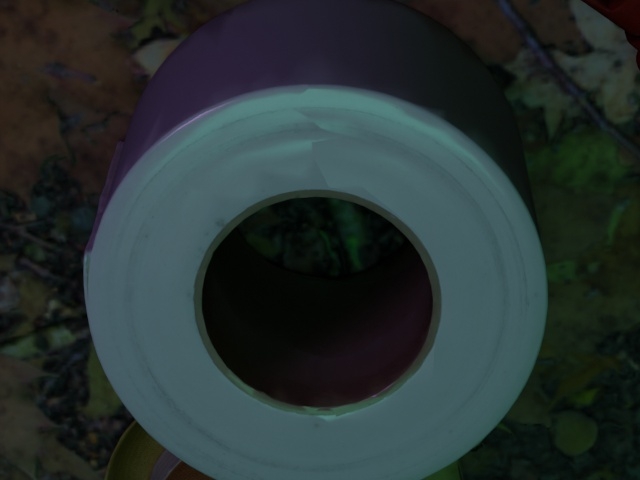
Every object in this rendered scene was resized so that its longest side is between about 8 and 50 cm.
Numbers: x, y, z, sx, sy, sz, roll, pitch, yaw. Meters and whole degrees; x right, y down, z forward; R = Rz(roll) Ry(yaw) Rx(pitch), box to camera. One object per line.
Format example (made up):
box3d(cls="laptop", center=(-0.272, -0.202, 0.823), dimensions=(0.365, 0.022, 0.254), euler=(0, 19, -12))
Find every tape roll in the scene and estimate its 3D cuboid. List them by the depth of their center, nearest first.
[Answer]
box3d(cls="tape roll", center=(0.000, 0.000, 1.092), dimensions=(0.246, 0.169, 0.246), euler=(0, 115, 1))

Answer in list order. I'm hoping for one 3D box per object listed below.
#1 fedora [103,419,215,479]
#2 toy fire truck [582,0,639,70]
box3d(cls="fedora", center=(-0.044, 0.174, 1.220), dimensions=(0.194, 0.079, 0.194), euler=(1, 115, 2))
box3d(cls="toy fire truck", center=(0.208, -0.190, 1.028), dimensions=(0.246, 0.158, 0.217), euler=(30, 113, -23))
